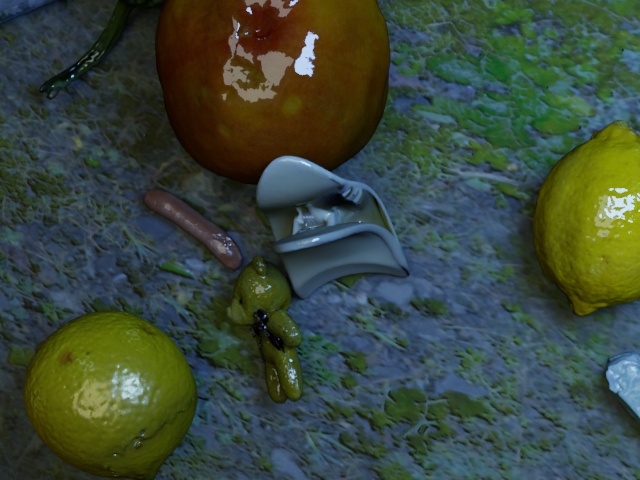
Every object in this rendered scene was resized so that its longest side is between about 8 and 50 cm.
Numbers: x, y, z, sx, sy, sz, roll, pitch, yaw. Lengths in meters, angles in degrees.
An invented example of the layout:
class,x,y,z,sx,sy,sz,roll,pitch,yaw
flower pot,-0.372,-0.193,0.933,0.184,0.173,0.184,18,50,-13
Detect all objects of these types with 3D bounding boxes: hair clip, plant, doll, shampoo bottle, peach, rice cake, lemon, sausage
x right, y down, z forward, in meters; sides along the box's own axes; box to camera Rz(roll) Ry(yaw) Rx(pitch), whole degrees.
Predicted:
class,x,y,z,sx,sy,sz,roll,pitch,yaw
hair clip,0.000,-0.016,1.336,0.172,0.282,0.113,-13,71,15
plant,-0.302,-0.391,1.495,0.333,0.251,0.180,-30,96,41
doll,-0.079,0.130,1.412,0.097,0.137,0.209,-10,79,-17
shampoo bottle,-0.467,-0.394,1.575,0.214,0.072,0.072,-18,83,14
peach,-0.066,-0.245,1.335,0.342,0.301,0.343,0,89,13
rice cake,0.448,0.234,1.300,0.063,0.069,0.206,-40,77,10
lemon,-0.303,0.216,1.420,0.253,0.228,0.228,33,97,1
sausage,-0.189,-0.021,1.498,0.186,0.043,0.043,36,97,14
lemon,0.366,-0.026,1.271,0.188,0.188,0.257,13,97,15
